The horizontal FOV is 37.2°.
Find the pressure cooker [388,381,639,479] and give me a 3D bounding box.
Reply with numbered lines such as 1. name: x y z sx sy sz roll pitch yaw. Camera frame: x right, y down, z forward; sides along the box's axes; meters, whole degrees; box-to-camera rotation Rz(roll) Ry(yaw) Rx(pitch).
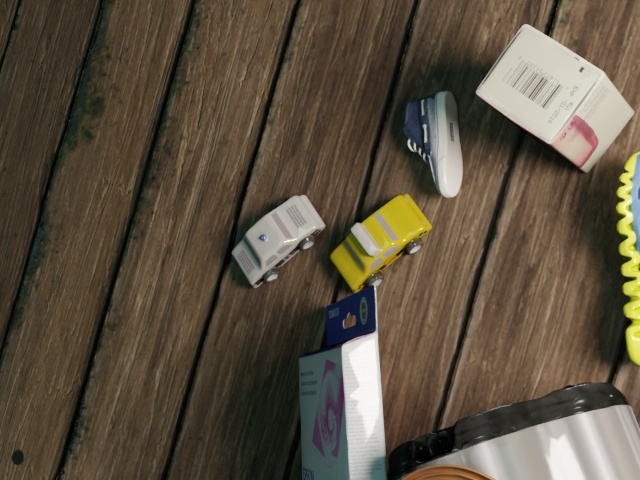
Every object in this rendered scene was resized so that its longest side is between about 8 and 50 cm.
1. pressure cooker: 0.310 0.442 1.294 0.375 0.370 0.420 -27 67 26

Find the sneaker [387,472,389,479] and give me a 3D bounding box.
1. sneaker: 0.121 0.431 1.570 0.084 0.058 0.152 42 98 21

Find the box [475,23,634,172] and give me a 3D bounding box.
1. box: 0.360 -0.209 1.442 0.148 0.232 0.127 41 102 27

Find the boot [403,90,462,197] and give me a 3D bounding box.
1. boot: 0.190 -0.159 1.628 0.086 0.069 0.190 -10 69 34

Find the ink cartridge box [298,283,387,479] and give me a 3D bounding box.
1. ink cartridge box: 0.025 0.252 1.524 0.071 0.324 0.330 -1 80 -13

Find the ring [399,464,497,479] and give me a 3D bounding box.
1. ring: 0.177 0.441 1.148 0.336 0.032 0.336 -3 86 47

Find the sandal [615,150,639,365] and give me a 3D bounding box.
1. sandal: 0.510 0.022 1.399 0.138 0.126 0.317 -7 87 24

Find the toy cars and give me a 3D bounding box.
1. toy cars: 0.000 0.000 1.686 0.394 0.087 0.176 1 82 28
